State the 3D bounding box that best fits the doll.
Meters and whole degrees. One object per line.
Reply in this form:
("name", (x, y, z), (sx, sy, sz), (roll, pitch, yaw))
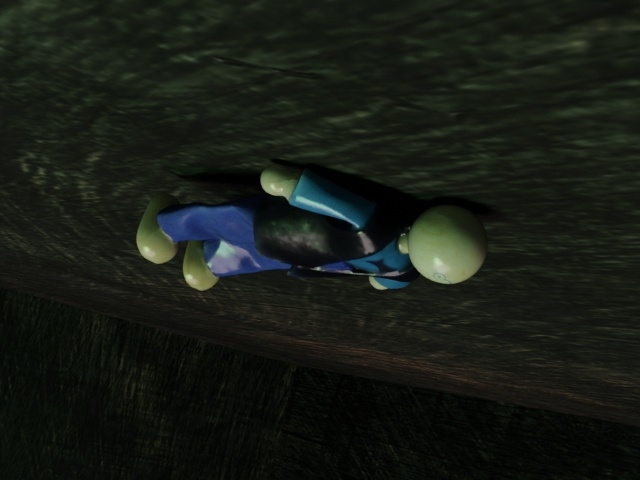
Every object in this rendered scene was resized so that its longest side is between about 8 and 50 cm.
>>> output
("doll", (0.000, 0.000, 0.505), (0.189, 0.046, 0.129), (-2, 154, 37))
